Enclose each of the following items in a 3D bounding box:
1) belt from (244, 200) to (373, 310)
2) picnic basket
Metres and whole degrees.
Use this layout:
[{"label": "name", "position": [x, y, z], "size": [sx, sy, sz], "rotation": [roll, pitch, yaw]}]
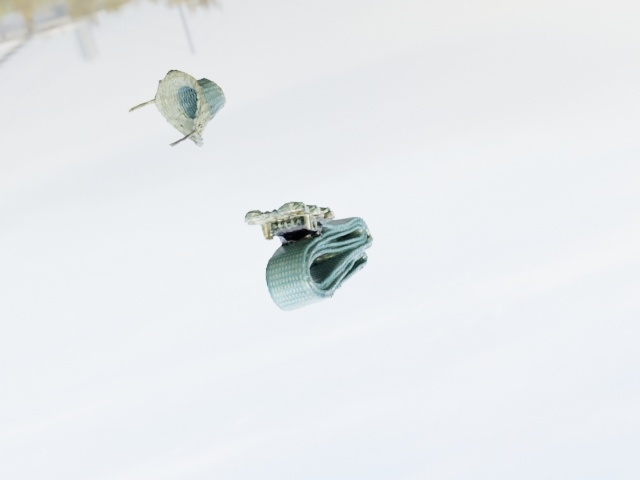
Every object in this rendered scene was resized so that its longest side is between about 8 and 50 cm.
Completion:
[{"label": "belt", "position": [-0.004, 0.001, 1.306], "size": [0.065, 0.100, 0.179], "rotation": [-14, -174, 21]}, {"label": "picnic basket", "position": [-0.131, -0.122, 1.308], "size": [0.065, 0.083, 0.083], "rotation": [38, -122, 24]}]
